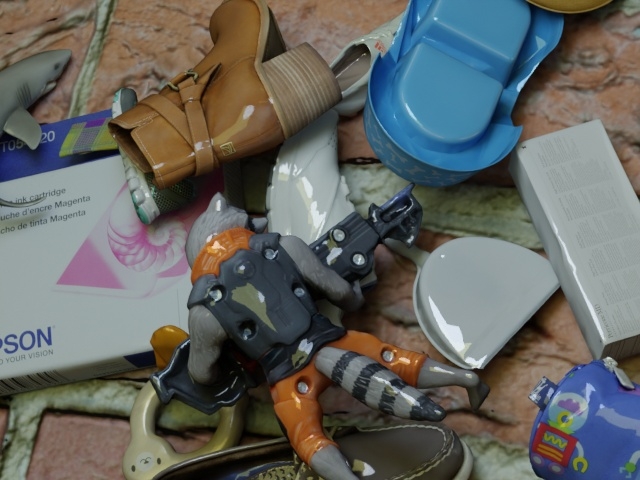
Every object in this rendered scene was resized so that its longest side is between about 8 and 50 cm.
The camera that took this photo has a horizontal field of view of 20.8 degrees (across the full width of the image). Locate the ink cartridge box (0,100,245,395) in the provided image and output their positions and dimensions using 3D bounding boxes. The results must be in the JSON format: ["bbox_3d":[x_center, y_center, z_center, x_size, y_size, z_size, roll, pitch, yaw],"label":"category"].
[{"bbox_3d":[-0.244,-0.012,1.943,0.324,0.071,0.330,-13,68,15],"label":"ink cartridge box"}]

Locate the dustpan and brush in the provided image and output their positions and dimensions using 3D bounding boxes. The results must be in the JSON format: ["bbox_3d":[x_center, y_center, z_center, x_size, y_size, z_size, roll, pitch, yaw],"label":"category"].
[{"bbox_3d":[0.131,0.033,1.807,0.211,0.060,0.147,39,74,21],"label":"dustpan and brush"}]

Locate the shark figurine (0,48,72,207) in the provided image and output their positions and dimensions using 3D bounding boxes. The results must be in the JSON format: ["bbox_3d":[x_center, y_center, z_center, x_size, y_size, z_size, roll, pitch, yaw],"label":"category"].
[{"bbox_3d":[-0.390,-0.130,1.972,0.166,0.116,0.278,-16,39,19],"label":"shark figurine"}]

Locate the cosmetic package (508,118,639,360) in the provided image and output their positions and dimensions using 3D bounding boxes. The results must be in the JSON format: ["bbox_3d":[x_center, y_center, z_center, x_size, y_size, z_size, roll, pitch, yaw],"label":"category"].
[{"bbox_3d":[0.277,0.000,1.747,0.099,0.060,0.239,-15,64,-11],"label":"cosmetic package"}]

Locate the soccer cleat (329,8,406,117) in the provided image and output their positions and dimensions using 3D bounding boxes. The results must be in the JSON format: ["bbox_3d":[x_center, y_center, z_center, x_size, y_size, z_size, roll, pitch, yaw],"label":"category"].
[{"bbox_3d":[0.079,-0.209,1.900,0.196,0.076,0.068,-39,63,1],"label":"soccer cleat"}]

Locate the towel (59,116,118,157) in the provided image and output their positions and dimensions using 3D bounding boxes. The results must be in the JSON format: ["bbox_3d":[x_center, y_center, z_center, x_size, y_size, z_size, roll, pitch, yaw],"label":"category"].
[{"bbox_3d":[-0.251,-0.118,1.970,0.083,0.009,0.060,-7,39,22],"label":"towel"}]

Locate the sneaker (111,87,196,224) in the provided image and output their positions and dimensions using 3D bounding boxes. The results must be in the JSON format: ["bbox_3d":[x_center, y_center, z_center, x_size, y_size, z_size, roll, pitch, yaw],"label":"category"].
[{"bbox_3d":[-0.179,-0.096,1.893,0.076,0.065,0.166,-15,65,-5],"label":"sneaker"}]

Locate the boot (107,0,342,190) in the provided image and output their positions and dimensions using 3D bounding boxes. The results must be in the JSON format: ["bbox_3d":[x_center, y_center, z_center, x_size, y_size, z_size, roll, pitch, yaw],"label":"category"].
[{"bbox_3d":[-0.125,-0.156,1.871,0.220,0.109,0.283,-29,39,-10],"label":"boot"}]

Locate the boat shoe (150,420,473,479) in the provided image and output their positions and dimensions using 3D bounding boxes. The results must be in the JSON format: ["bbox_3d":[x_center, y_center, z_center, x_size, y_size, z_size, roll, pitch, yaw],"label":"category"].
[{"bbox_3d":[-0.013,0.237,1.731,0.324,0.096,0.116,-16,33,14],"label":"boat shoe"}]

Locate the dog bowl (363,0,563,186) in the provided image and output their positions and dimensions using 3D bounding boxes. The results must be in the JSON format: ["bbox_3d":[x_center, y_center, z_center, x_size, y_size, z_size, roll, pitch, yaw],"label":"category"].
[{"bbox_3d":[0.143,-0.181,1.815,0.166,0.074,0.297,27,61,-3],"label":"dog bowl"}]

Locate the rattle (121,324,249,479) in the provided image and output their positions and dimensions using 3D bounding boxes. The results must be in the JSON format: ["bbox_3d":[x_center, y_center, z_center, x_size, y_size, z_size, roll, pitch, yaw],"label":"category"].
[{"bbox_3d":[-0.165,0.206,1.795,0.130,0.143,0.199,35,77,8],"label":"rattle"}]

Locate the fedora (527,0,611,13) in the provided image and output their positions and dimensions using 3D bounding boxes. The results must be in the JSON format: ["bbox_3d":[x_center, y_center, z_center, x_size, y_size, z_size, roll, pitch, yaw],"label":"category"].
[{"bbox_3d":[0.257,-0.331,1.839,0.194,0.079,0.194,9,59,-16],"label":"fedora"}]

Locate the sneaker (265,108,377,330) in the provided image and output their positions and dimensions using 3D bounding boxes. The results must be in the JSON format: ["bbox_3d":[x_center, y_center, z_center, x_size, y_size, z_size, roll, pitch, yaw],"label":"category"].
[{"bbox_3d":[0.000,0.000,1.848,0.129,0.111,0.297,5,75,5],"label":"sneaker"}]

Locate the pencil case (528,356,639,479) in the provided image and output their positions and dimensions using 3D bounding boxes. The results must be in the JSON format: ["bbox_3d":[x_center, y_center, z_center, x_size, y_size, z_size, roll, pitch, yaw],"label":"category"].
[{"bbox_3d":[0.337,0.211,1.588,0.306,0.119,0.133,24,102,25],"label":"pencil case"}]

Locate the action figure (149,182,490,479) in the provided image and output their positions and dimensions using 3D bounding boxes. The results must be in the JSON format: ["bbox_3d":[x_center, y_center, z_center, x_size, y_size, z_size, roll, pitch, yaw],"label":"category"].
[{"bbox_3d":[0.011,0.065,1.684,0.330,0.178,0.341,40,74,14],"label":"action figure"}]
